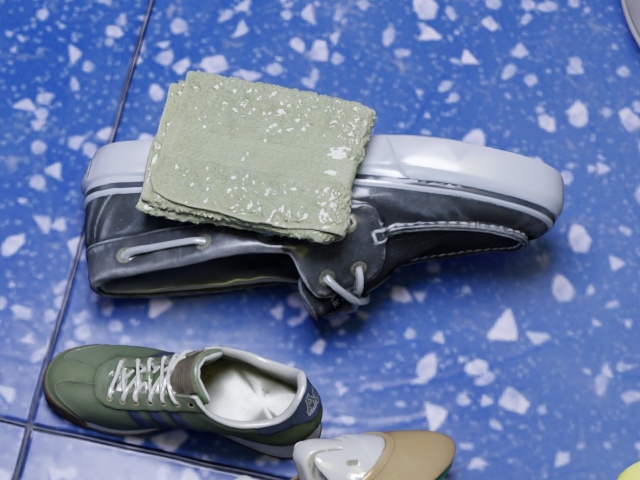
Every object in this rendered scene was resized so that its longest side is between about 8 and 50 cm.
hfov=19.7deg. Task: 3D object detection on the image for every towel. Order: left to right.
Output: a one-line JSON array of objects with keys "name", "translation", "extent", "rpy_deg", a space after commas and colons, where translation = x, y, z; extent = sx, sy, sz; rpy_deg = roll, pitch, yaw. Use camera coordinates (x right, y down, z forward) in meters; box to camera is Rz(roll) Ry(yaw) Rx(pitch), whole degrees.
[{"name": "towel", "translation": [-0.043, -0.055, 1.226], "extent": [0.148, 0.027, 0.110], "rpy_deg": [9, 68, 14]}]

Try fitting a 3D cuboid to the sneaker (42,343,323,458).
[{"name": "sneaker", "translation": [-0.090, 0.094, 1.228], "extent": [0.192, 0.086, 0.064], "rpy_deg": [11, 64, 1]}]

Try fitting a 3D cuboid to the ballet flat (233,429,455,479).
[{"name": "ballet flat", "translation": [-0.015, 0.173, 1.194], "extent": [0.232, 0.080, 0.073], "rpy_deg": [-33, 110, -18]}]

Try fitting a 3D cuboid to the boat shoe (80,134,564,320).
[{"name": "boat shoe", "translation": [0.000, 0.000, 1.279], "extent": [0.335, 0.121, 0.119], "rpy_deg": [-1, 71, 7]}]

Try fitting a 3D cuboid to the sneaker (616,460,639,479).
[{"name": "sneaker", "translation": [0.275, 0.123, 1.257], "extent": [0.208, 0.081, 0.094], "rpy_deg": [-24, 62, -22]}]

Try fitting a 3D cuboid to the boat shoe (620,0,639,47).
[{"name": "boat shoe", "translation": [0.303, -0.150, 1.366], "extent": [0.096, 0.112, 0.335], "rpy_deg": [-7, 75, -27]}]
